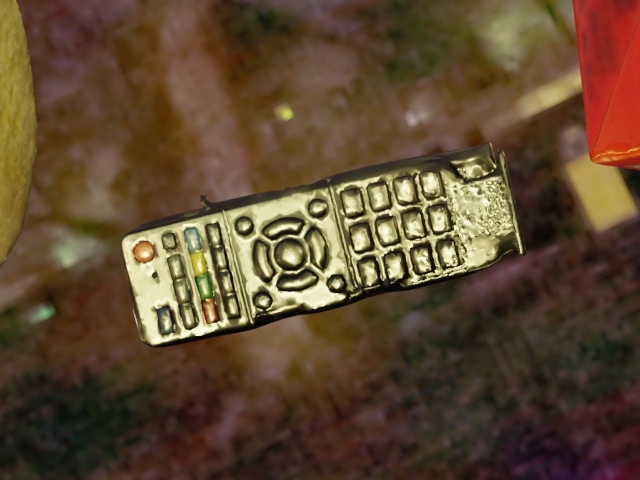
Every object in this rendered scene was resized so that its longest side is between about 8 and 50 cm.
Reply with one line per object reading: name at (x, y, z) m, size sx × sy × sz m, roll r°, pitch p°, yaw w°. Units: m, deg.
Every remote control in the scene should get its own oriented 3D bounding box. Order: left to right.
remote control at (0.000, 0.000, 1.984) m, size 0.398 × 0.145 × 0.062 m, roll -13°, pitch 0°, yaw 8°

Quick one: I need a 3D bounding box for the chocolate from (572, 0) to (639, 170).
chocolate at (0.380, -0.215, 1.739) m, size 0.360 × 0.341 × 0.161 m, roll 4°, pitch -16°, yaw -31°

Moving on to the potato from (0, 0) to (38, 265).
potato at (-0.303, -0.087, 1.381) m, size 0.116 × 0.299 × 0.239 m, roll 5°, pitch 44°, yaw 17°
